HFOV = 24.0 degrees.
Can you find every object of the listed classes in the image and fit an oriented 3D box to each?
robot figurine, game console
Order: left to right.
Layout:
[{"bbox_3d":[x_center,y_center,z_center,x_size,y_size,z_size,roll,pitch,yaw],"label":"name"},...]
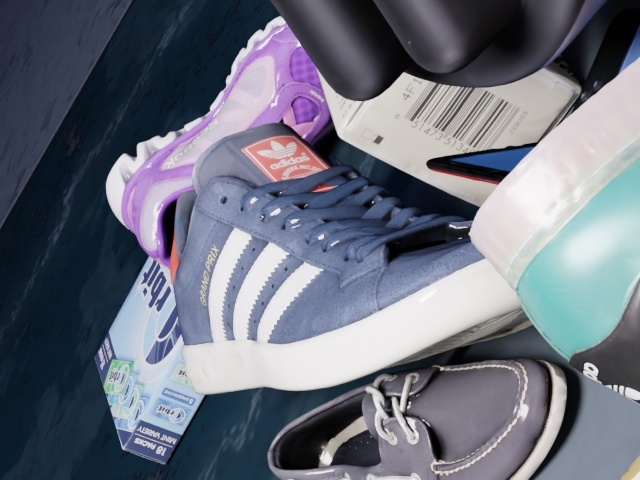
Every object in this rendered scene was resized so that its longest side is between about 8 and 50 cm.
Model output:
[{"bbox_3d":[0.084,-0.187,0.716,0.278,0.209,0.174,-47,-30,-32],"label":"robot figurine"},{"bbox_3d":[0.135,-0.069,0.722,0.124,0.085,0.144,-67,24,-1],"label":"game console"}]

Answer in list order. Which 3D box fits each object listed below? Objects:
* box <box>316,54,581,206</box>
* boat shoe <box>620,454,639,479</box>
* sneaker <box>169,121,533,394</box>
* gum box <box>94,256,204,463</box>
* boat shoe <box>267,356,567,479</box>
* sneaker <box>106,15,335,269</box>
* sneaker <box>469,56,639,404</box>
[{"bbox_3d":[0.056,-0.142,0.924,0.094,0.113,0.275,-54,28,24],"label":"box"},{"bbox_3d":[0.124,0.138,0.560,0.223,0.080,0.073,-51,22,21],"label":"boat shoe"},{"bbox_3d":[0.000,0.000,0.828,0.350,0.131,0.148,-16,87,59],"label":"sneaker"},{"bbox_3d":[-0.107,0.054,1.162,0.184,0.041,0.157,-61,25,12],"label":"gum box"},{"bbox_3d":[0.043,0.102,0.777,0.206,0.065,0.075,-31,41,52],"label":"boat shoe"},{"bbox_3d":[-0.046,-0.061,1.048,0.236,0.095,0.104,-40,34,15],"label":"sneaker"},{"bbox_3d":[0.204,-0.055,0.566,0.302,0.108,0.121,-43,72,15],"label":"sneaker"}]
